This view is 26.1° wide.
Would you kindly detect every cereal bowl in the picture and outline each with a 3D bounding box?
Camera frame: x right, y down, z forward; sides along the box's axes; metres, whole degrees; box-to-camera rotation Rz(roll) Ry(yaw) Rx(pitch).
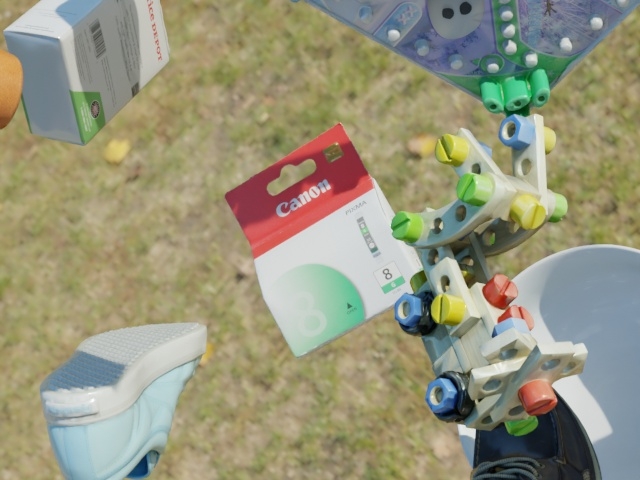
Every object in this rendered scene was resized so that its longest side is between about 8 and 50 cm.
[{"bbox_3d":[0.333,0.183,1.608,0.339,0.141,0.339,-19,57,32],"label":"cereal bowl"}]

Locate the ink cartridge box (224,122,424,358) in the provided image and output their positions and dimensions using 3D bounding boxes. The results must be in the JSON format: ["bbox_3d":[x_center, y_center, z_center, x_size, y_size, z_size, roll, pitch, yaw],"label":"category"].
[{"bbox_3d":[0.000,0.000,1.635,0.181,0.225,0.056,-31,-5,16],"label":"ink cartridge box"}]

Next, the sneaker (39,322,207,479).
[{"bbox_3d":[-0.225,0.194,1.611,0.135,0.150,0.366,-1,11,17],"label":"sneaker"}]

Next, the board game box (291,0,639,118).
[{"bbox_3d":[0.177,-0.315,1.382,0.390,0.390,0.050,-46,30,35],"label":"board game box"}]

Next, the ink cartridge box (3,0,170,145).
[{"bbox_3d":[-0.298,-0.252,1.802,0.092,0.160,0.219,11,40,23],"label":"ink cartridge box"}]

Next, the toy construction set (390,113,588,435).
[{"bbox_3d":[0.164,0.051,1.283,0.215,0.151,0.328,-48,32,33],"label":"toy construction set"}]

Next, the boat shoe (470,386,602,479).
[{"bbox_3d":[0.218,0.279,1.422,0.132,0.130,0.355,-22,51,20],"label":"boat shoe"}]

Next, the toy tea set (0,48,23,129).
[{"bbox_3d":[-0.297,-0.239,1.066,0.200,0.124,0.336,-53,41,32],"label":"toy tea set"}]
